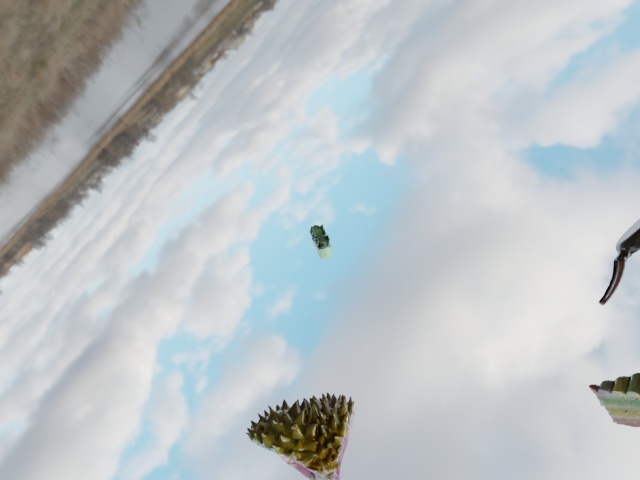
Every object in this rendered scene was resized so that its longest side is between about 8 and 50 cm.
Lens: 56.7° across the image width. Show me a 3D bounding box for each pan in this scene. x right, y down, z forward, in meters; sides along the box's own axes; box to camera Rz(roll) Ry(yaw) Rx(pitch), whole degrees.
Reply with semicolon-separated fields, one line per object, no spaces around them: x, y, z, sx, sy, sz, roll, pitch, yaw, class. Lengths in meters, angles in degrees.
0.536;0.021;1.035;0.212;0.040;0.115;-51;170;-8;pan

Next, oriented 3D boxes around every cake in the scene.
0.621;0.304;1.100;0.225;0.109;0.090;-32;-164;44;cake

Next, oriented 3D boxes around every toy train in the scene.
0.000;0.000;1.311;0.033;0.053;0.083;-15;-144;-9;toy train

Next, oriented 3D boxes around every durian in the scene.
-0.025;0.312;0.933;0.260;0.187;0.153;111;-13;-61;durian
